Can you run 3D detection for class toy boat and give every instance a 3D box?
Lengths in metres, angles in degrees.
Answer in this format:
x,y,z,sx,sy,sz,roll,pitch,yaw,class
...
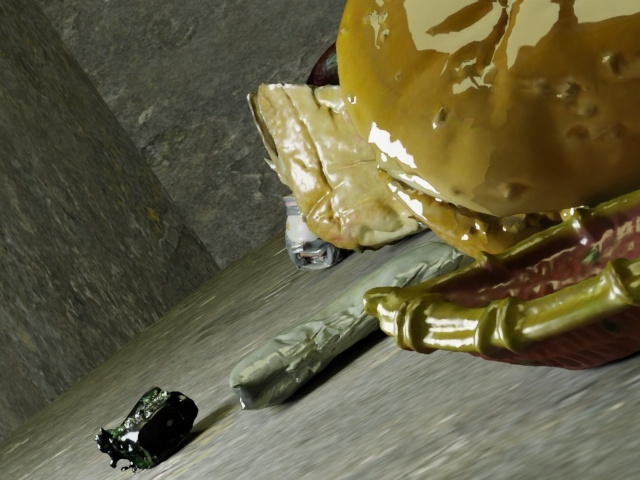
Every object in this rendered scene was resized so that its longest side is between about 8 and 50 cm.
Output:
x,y,z,sx,sy,sz,roll,pitch,yaw,class
0.156,-0.009,0.602,0.318,0.099,0.141,-35,3,36,toy boat

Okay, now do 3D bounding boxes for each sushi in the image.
x,y,z,sx,sy,sz,roll,pitch,yaw,class
-0.162,0.183,1.244,0.085,0.056,0.083,-35,11,-28,sushi

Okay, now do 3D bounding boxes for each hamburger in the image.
x,y,z,sx,sy,sz,roll,pitch,yaw,class
0.072,-0.087,1.606,0.330,0.209,0.162,3,2,11,hamburger
0.152,-0.131,0.773,0.319,0.158,0.318,-16,50,20,hamburger

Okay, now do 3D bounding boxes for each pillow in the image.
x,y,z,sx,sy,sz,roll,pitch,yaw,class
0.021,0.069,1.131,0.230,0.050,0.148,-32,8,-7,pillow

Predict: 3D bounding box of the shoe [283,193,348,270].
x,y,z,sx,sy,sz,roll,pitch,yaw,class
0.000,0.000,1.904,0.089,0.092,0.180,-2,-22,18,shoe

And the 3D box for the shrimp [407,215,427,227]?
x,y,z,sx,sy,sz,roll,pitch,yaw,class
0.173,-0.060,1.398,0.133,0.053,0.236,-38,8,-27,shrimp

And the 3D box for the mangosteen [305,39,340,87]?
x,y,z,sx,sy,sz,roll,pitch,yaw,class
0.103,-0.166,1.834,0.288,0.288,0.288,-34,4,3,mangosteen
